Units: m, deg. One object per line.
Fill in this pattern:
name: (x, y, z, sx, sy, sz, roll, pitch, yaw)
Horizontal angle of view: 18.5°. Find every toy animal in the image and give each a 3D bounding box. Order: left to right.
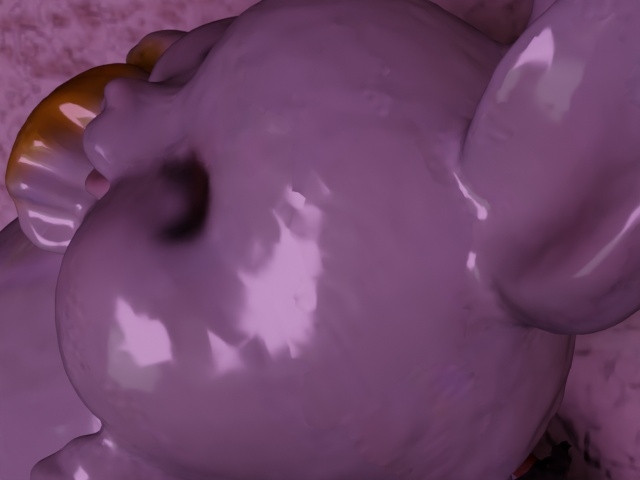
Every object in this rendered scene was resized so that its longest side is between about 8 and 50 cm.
toy animal: (-0.005, 0.004, 0.560, 0.325, 0.208, 0.154, -26, 106, 29)

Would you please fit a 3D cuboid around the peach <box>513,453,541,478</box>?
peach: (0.044, 0.112, 0.620, 0.101, 0.101, 0.101, 11, 111, 30)
